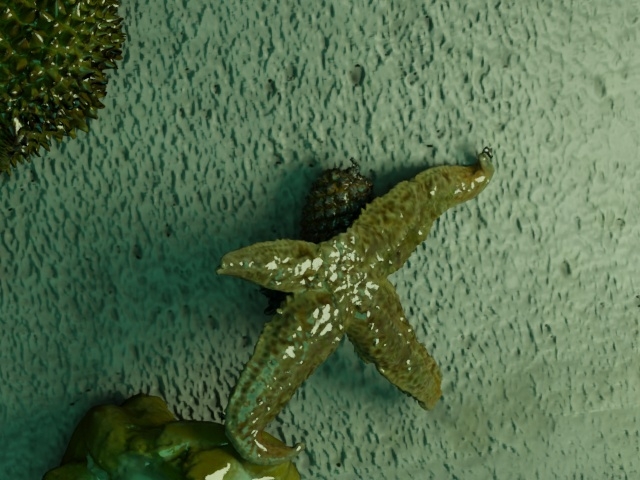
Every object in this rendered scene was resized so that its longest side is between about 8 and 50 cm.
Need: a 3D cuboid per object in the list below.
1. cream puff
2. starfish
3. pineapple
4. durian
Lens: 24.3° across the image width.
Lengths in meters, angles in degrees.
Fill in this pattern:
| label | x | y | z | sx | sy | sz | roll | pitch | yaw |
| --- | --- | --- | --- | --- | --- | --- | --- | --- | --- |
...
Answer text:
| label | x | y | z | sx | sy | sz | roll | pitch | yaw |
| --- | --- | --- | --- | --- | --- | --- | --- | --- | --- |
| cream puff | -0.188 | 0.331 | 1.828 | 0.323 | 0.270 | 0.274 | -52 | 139 | 6 |
| starfish | 0.061 | 0.087 | 1.780 | 0.432 | 0.082 | 0.324 | -19 | 107 | -37 |
| pineapple | 0.000 | 0.001 | 1.829 | 0.083 | 0.103 | 0.221 | 27 | 101 | 21 |
| durian | -0.341 | -0.209 | 1.659 | 0.293 | 0.258 | 0.258 | -41 | 105 | -3 |
